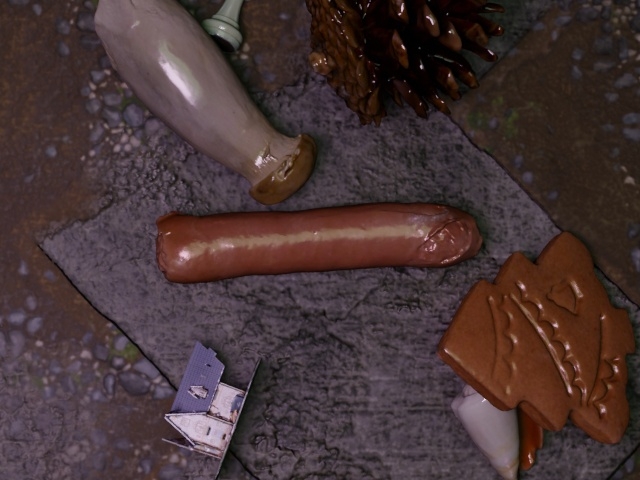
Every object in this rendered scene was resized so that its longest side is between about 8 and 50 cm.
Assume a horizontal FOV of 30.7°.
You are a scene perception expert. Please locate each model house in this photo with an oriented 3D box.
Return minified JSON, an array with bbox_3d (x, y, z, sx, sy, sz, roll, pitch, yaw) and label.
[{"bbox_3d":[-0.141,0.209,1.447,0.088,0.117,0.167,20,86,-1],"label":"model house"}]

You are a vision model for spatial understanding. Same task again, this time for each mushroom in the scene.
[{"bbox_3d":[-0.150,-0.187,1.474,0.350,0.128,0.128,43,82,-6],"label":"mushroom"}]

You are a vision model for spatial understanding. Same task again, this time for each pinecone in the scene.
[{"bbox_3d":[0.107,-0.259,1.450,0.264,0.264,0.264,1,85,-7],"label":"pinecone"}]

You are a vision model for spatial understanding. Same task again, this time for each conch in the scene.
[{"bbox_3d":[0.236,0.232,1.498,0.104,0.094,0.176,-30,92,-34],"label":"conch"}]

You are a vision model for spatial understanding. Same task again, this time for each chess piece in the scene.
[{"bbox_3d":[-0.110,-0.323,1.533,0.059,0.059,0.149,21,75,-4],"label":"chess piece"}]

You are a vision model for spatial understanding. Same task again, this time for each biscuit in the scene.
[{"bbox_3d":[0.280,0.127,1.475,0.306,0.043,0.284,-4,74,-31],"label":"biscuit"}]

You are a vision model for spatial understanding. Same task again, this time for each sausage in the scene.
[{"bbox_3d":[0.000,0.000,1.491,0.418,0.094,0.094,-3,63,-5],"label":"sausage"}]
